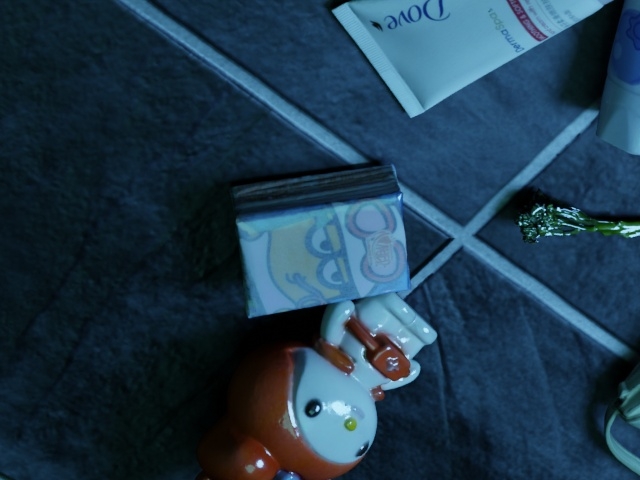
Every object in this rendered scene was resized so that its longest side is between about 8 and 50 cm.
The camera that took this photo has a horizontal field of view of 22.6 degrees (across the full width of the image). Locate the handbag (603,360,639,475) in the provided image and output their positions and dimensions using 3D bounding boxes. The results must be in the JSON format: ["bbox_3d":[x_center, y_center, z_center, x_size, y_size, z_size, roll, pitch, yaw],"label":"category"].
[{"bbox_3d":[0.415,0.185,1.657,0.256,0.079,0.219,25,128,-24],"label":"handbag"}]

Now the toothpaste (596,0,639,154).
[{"bbox_3d":[0.316,-0.252,1.347,0.125,0.080,0.371,11,115,-7],"label":"toothpaste"}]

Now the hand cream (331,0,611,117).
[{"bbox_3d":[0.144,-0.201,1.346,0.248,0.083,0.133,-27,123,23],"label":"hand cream"}]

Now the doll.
[{"bbox_3d":[-0.018,0.163,1.530,0.290,0.130,0.161,-45,130,3],"label":"doll"}]

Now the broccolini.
[{"bbox_3d":[0.284,-0.010,1.517,0.218,0.042,0.044,8,123,-17],"label":"broccolini"}]

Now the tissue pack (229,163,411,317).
[{"bbox_3d":[0.000,0.000,1.462,0.155,0.065,0.115,-10,127,-4],"label":"tissue pack"}]
